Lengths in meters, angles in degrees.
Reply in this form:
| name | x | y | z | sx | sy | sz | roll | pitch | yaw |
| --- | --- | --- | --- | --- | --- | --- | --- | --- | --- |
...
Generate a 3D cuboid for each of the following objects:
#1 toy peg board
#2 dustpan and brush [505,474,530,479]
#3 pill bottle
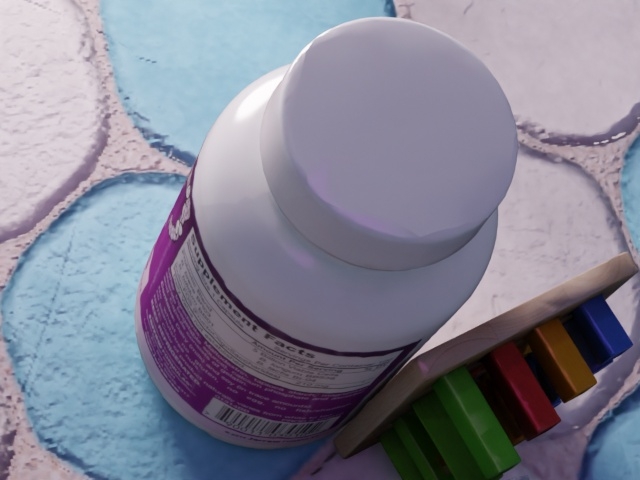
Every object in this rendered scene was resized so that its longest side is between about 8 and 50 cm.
| name | x | y | z | sx | sy | sz | roll | pitch | yaw |
| --- | --- | --- | --- | --- | --- | --- | --- | --- | --- |
| toy peg board | 0.113 | 0.098 | 1.073 | 0.161 | 0.161 | 0.079 | -24 | 76 | -25 |
| dustpan and brush | 0.034 | 0.215 | 1.038 | 0.211 | 0.147 | 0.060 | -15 | 56 | 5 |
| pill bottle | 0.000 | 0.000 | 1.001 | 0.169 | 0.301 | 0.169 | 6 | 66 | -14 |
